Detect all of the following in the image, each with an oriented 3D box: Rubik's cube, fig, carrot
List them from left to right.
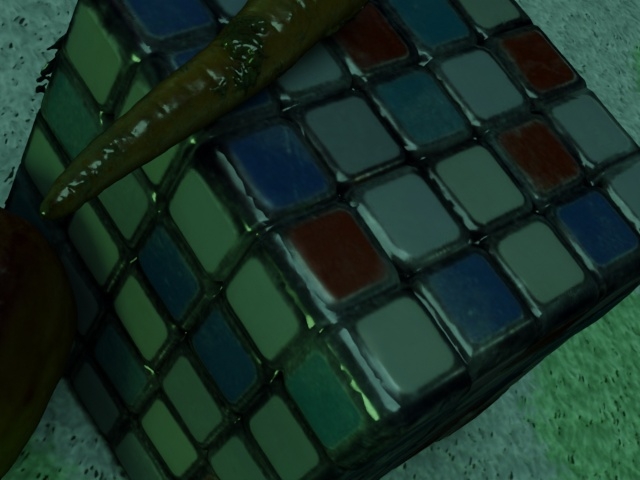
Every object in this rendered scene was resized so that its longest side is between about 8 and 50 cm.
[{"bbox_3d":[-0.227,0.109,0.595,0.170,0.145,0.274,1,64,-4],"label":"fig"},{"bbox_3d":[-0.045,-0.084,0.516,0.049,0.049,0.254,41,53,2],"label":"carrot"},{"bbox_3d":[0.000,0.000,0.694,0.287,0.292,0.293,-25,70,-37],"label":"Rubik's cube"}]
